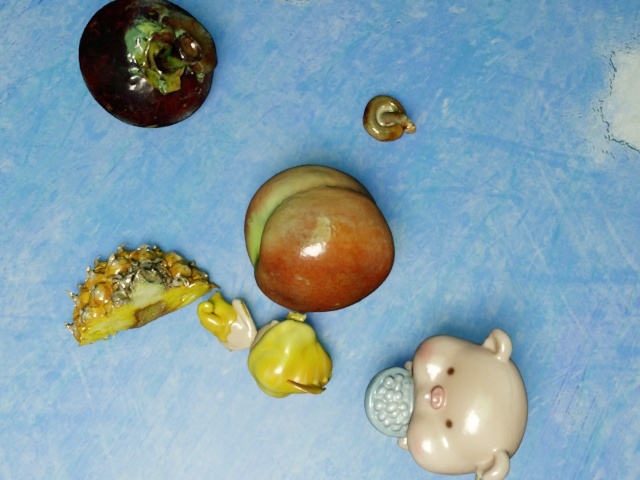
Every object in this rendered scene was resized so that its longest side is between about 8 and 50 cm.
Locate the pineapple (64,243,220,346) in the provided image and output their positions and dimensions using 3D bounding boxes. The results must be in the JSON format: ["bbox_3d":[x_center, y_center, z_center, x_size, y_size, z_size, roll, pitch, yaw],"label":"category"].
[{"bbox_3d":[-0.316,0.056,0.976,0.250,0.164,0.140,-24,70,-7],"label":"pineapple"}]

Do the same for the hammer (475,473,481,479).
[{"bbox_3d":[0.250,0.402,0.987,0.060,0.028,0.195,11,75,6],"label":"hammer"}]

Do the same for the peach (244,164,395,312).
[{"bbox_3d":[0.000,0.000,0.971,0.252,0.252,0.252,1,74,-4],"label":"peach"}]

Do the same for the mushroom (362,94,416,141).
[{"bbox_3d":[0.132,-0.219,1.125,0.088,0.073,0.129,-17,41,-23],"label":"mushroom"}]

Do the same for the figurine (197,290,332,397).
[{"bbox_3d":[-0.089,0.173,0.979,0.246,0.131,0.156,26,110,15],"label":"figurine"}]

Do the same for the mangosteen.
[{"bbox_3d":[-0.286,-0.309,1.016,0.231,0.289,0.231,-3,97,-24],"label":"mangosteen"}]

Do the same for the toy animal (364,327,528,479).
[{"bbox_3d":[0.204,0.262,0.918,0.229,0.221,0.210,-7,65,24],"label":"toy animal"}]
